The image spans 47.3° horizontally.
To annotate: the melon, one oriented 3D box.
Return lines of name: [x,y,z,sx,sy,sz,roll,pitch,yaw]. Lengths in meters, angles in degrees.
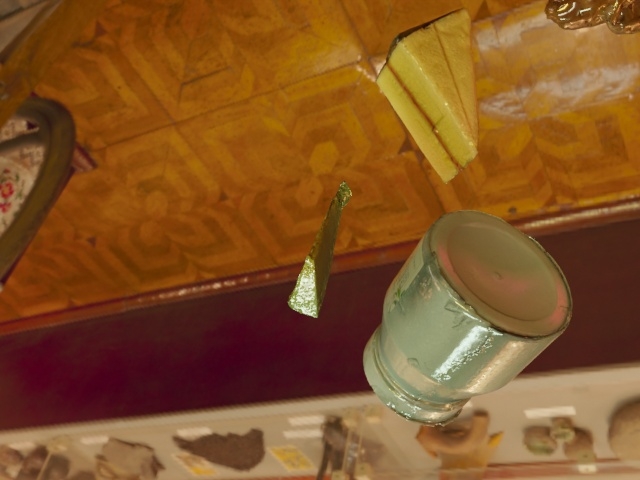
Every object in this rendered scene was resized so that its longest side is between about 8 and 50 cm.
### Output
melon: [0.001,-0.001,1.232,0.053,0.261,0.114,9,142,14]

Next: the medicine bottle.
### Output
medicine bottle: [0.210,0.135,1.142,0.245,0.245,0.290,22,131,-8]

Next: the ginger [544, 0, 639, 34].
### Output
ginger: [0.351,-0.375,0.816,0.358,0.152,0.274,-10,136,-40]

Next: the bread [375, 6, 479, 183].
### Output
bread: [0.245,-0.268,1.360,0.264,0.163,0.167,58,160,7]
